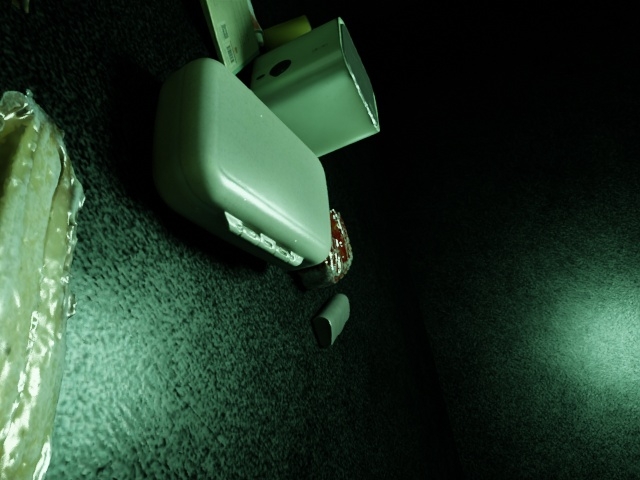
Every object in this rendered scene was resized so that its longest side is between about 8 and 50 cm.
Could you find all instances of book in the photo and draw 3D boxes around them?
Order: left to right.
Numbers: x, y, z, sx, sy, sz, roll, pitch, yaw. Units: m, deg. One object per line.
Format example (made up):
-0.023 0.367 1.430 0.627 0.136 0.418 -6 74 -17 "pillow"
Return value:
-0.202 -0.497 1.033 0.282 0.025 0.214 -78 158 -58 "book"

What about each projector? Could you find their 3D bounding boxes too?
-0.009 -0.374 1.178 0.248 0.249 0.248 54 25 -43 "projector"

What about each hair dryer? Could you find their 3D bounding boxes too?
-0.094 -0.569 1.377 0.278 0.135 0.090 -107 176 -84 "hair dryer"

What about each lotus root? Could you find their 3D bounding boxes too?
-0.255 0.023 0.338 0.167 0.078 0.329 87 -6 -58 "lotus root"

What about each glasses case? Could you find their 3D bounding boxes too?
0.030 0.185 1.087 0.191 0.042 0.071 -33 112 -72 "glasses case"

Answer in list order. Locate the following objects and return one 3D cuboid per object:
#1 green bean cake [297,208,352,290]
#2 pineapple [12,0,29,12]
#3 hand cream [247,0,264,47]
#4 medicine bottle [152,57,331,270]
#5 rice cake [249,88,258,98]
0.000 0.000 1.079 0.233 0.097 0.198 -24 95 -72 "green bean cake"
-0.269 -0.243 0.125 0.300 0.353 0.352 -62 131 -67 "pineapple"
-0.192 -0.611 1.233 0.052 0.038 0.216 97 -25 -72 "hand cream"
-0.111 -0.107 0.776 0.375 0.123 0.282 34 46 -52 "medicine bottle"
-0.148 -0.236 0.972 0.047 0.036 0.206 36 38 -46 "rice cake"
